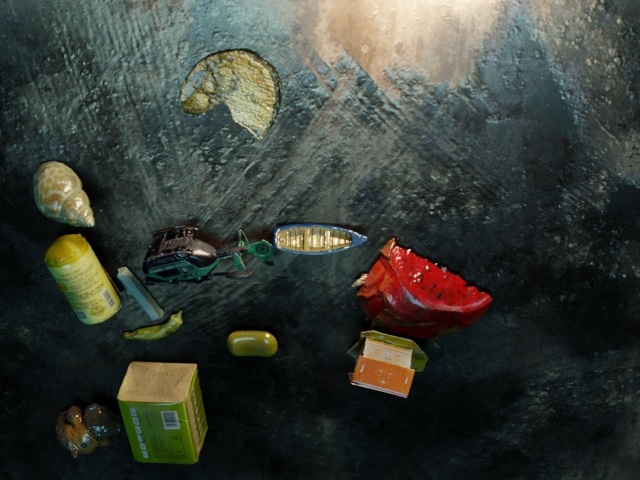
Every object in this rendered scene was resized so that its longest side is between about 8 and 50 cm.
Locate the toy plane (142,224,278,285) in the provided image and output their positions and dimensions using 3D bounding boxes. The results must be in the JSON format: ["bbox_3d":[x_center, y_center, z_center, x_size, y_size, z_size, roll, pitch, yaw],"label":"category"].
[{"bbox_3d":[-0.299,0.046,1.792,0.382,0.106,0.155,-12,131,12],"label":"toy plane"}]

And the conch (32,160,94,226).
[{"bbox_3d":[-0.617,-0.101,1.702,0.116,0.106,0.173,-23,109,-2],"label":"conch"}]

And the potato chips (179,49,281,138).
[{"bbox_3d":[-0.196,-0.317,1.559,0.220,0.029,0.202,2,126,-1],"label":"potato chips"}]

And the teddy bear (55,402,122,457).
[{"bbox_3d":[-0.702,0.575,2.191,0.190,0.140,0.177,-39,112,18],"label":"teddy bear"}]

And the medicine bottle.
[{"bbox_3d":[-0.611,0.094,1.834,0.124,0.124,0.239,-11,124,12],"label":"medicine bottle"}]

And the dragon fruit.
[{"bbox_3d":[0.246,0.177,1.851,0.343,0.100,0.282,27,128,-14],"label":"dragon fruit"}]

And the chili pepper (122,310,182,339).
[{"bbox_3d":[-0.457,0.251,1.986,0.208,0.043,0.049,-23,134,20],"label":"chili pepper"}]

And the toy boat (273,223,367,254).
[{"bbox_3d":[0.000,0.000,1.757,0.229,0.080,0.046,0,161,0],"label":"toy boat"}]

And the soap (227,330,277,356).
[{"bbox_3d":[-0.189,0.286,1.989,0.140,0.045,0.089,1,124,5],"label":"soap"}]

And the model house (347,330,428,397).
[{"bbox_3d":[0.180,0.359,1.922,0.219,0.136,0.207,17,145,-4],"label":"model house"}]

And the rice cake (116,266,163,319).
[{"bbox_3d":[-0.484,0.144,1.914,0.042,0.030,0.180,-18,122,21],"label":"rice cake"}]

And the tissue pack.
[{"bbox_3d":[-0.455,0.503,2.094,0.200,0.167,0.274,2,128,5],"label":"tissue pack"}]
